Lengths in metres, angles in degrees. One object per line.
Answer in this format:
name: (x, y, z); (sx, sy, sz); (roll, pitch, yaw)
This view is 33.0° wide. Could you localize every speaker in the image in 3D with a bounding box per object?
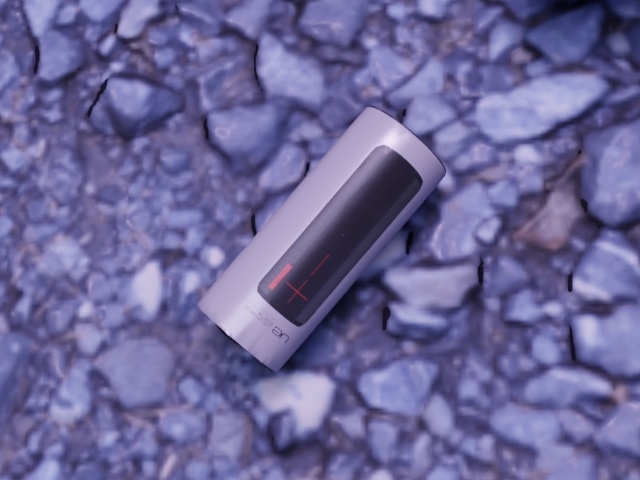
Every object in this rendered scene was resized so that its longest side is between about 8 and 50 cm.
speaker: (0.000, 0.000, 0.547); (0.055, 0.055, 0.136); (40, 85, 20)
